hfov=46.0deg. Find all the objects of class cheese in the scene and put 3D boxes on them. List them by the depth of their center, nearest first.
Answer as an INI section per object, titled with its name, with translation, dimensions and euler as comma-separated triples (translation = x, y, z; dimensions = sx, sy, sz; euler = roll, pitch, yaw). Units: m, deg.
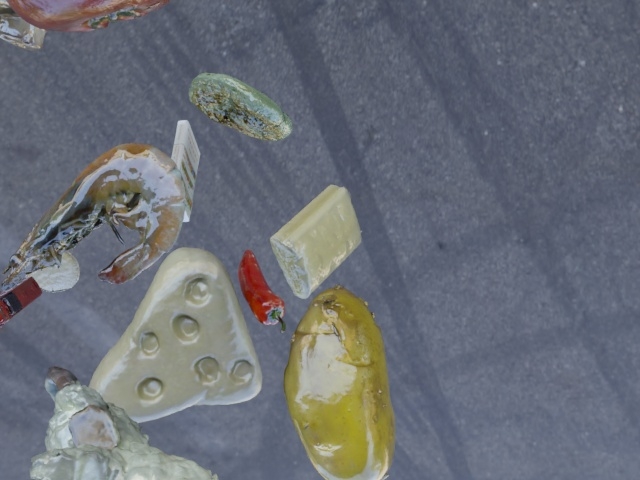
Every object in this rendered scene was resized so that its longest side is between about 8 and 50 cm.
[cheese]
translation = -0.308, 0.184, 1.507
dimensions = 0.351, 0.129, 0.328
euler = -9, 104, -6

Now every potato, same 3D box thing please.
[potato]
translation = 0.030, 0.219, 1.143
dimensions = 0.173, 0.300, 0.140
euler = 1, 165, -32

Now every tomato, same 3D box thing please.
[tomato]
translation = -0.255, -0.296, 0.874
dimensions = 0.225, 0.225, 0.084
euler = -8, 101, 17

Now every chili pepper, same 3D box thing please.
[chili pepper]
translation = -0.124, 0.106, 1.547
dimensions = 0.071, 0.272, 0.063
euler = 9, 119, -32

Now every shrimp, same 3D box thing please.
[shrimp]
translation = -0.262, -0.007, 0.871
dimensions = 0.251, 0.052, 0.143
euler = -40, 76, 9

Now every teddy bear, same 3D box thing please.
[teddy bear]
translation = -0.341, 0.394, 1.078
dimensions = 0.363, 0.375, 0.327
euler = 12, 143, 21

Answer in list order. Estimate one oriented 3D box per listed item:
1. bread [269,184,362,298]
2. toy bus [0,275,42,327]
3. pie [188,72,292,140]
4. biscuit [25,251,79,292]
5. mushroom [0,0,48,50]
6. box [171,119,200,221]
[bread]
translation = 0.000, 0.000, 1.339
dimensions = 0.060, 0.178, 0.139
euler = 7, 131, 42
[toy bus]
translation = -0.700, 0.144, 1.665
dimensions = 0.096, 0.235, 0.073
euler = -28, 100, 4
[pie]
translation = -0.168, -0.277, 1.583
dimensions = 0.241, 0.054, 0.240
euler = 23, 169, 5
[biscuit]
translation = -0.688, 0.074, 1.920
dimensions = 0.152, 0.020, 0.152
euler = -2, 125, -3
[mushroom]
translation = -0.526, -0.445, 1.307
dimensions = 0.254, 0.189, 0.195
euler = 13, 92, 6
[box]
translation = -0.322, -0.165, 1.771
dimensions = 0.032, 0.220, 0.122
euler = -3, 141, 6
